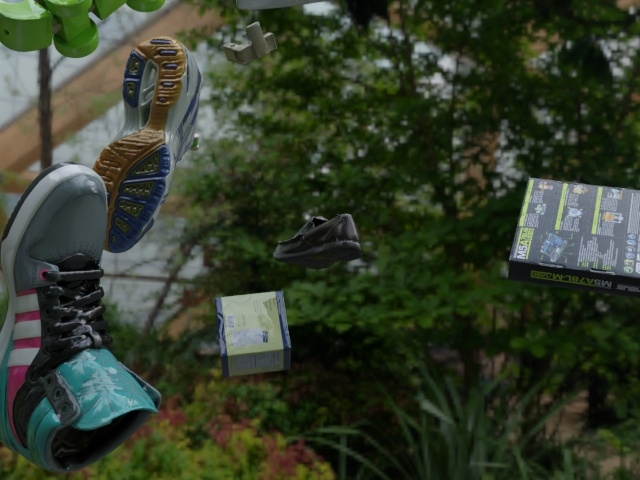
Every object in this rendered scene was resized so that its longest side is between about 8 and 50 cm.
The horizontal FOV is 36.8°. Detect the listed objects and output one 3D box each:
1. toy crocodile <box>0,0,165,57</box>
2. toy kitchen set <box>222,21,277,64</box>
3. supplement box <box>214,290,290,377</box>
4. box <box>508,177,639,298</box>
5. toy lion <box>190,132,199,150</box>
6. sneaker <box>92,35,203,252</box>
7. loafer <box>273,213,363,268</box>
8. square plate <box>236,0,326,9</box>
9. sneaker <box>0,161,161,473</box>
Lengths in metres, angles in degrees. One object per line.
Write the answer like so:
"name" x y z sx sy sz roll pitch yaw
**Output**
"toy crocodile" -0.315 -0.370 1.384 0.105 0.340 0.115 43 -24 17
"toy kitchen set" -0.148 -0.408 1.952 0.083 0.068 0.075 -32 32 -22
"supplement box" -0.082 0.113 1.168 0.083 0.083 0.056 -6 -34 -7
"box" 0.368 -0.008 1.345 0.184 0.190 0.045 6 -48 17
"toy lion" -0.314 -0.213 2.055 0.096 0.034 0.100 -17 38 -33
"sneaker" -0.220 -0.119 1.301 0.112 0.296 0.131 16 -5 18
"loafer" 0.000 0.000 1.613 0.080 0.078 0.220 14 -14 -35
"square plate" 0.072 -0.442 1.255 0.344 0.049 0.347 -10 -33 -17
"sneaker" -0.219 0.092 0.878 0.178 0.295 0.124 31 24 33
